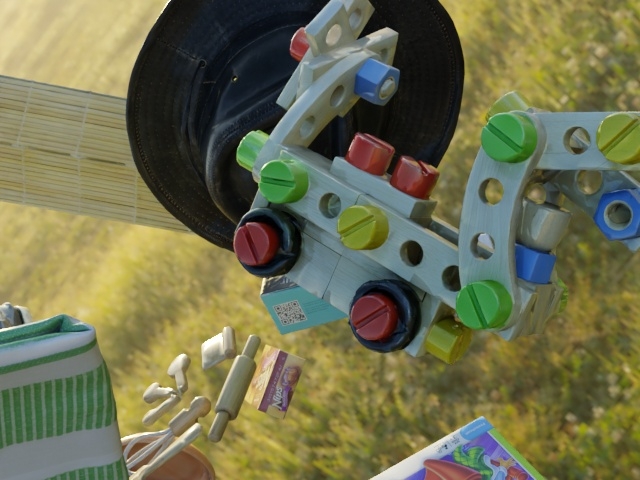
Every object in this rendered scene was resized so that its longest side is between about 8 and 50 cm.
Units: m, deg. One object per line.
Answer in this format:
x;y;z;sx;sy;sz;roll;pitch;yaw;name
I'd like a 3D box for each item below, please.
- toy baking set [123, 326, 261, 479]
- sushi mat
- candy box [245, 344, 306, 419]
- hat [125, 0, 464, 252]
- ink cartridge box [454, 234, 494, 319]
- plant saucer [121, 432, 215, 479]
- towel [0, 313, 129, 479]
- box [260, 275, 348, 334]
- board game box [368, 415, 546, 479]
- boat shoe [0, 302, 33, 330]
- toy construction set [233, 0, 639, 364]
-0.167;0.219;1.623;0.196;0.030;0.256;-25;31;35;toy baking set
-0.273;-0.100;1.489;0.019;0.316;0.151;-87;8;-67;sushi mat
-0.079;0.241;2.221;0.186;0.053;0.109;169;123;-81;candy box
-0.025;-0.103;1.157;0.331;0.331;0.134;-44;18;19;hat
0.170;0.086;2.062;0.208;0.206;0.045;-11;52;-5;ink cartridge box
-0.279;0.393;2.247;0.200;0.200;0.037;-34;33;37;plant saucer
-0.277;0.203;1.043;0.247;0.325;0.038;-14;43;-15;towel
0.000;0.000;1.489;0.100;0.060;0.244;-16;32;16;box
0.120;0.381;1.570;0.347;0.078;0.233;-27;33;-13;board game box
-0.430;0.176;1.788;0.095;0.079;0.254;-57;38;29;boat shoe
0.061;-0.046;0.857;0.327;0.151;0.215;37;111;41;toy construction set
